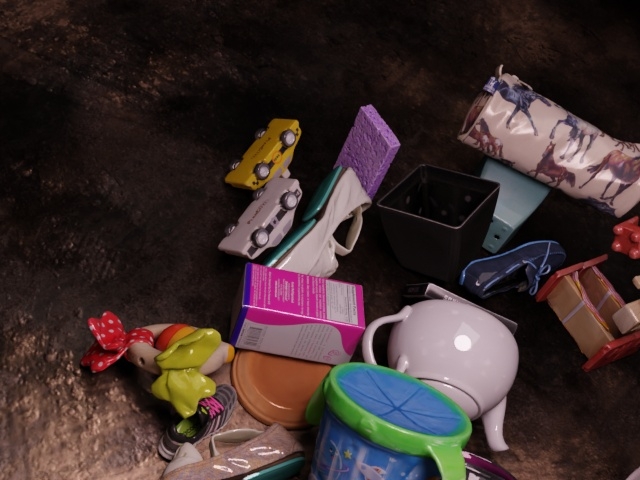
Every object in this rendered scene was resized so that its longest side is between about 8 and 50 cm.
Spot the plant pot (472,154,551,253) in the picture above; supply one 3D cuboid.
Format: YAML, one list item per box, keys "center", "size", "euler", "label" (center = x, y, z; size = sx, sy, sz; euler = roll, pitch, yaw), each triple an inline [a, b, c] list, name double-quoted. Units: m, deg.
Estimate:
- center: [0.407, -0.098, 1.921]
  size: [0.165, 0.166, 0.234]
  euler: [33, 54, 5]
  label: "plant pot"

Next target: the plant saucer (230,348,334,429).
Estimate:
- center: [-0.060, 0.240, 1.533]
  size: [0.200, 0.037, 0.200]
  euler: [12, 49, -14]
  label: "plant saucer"

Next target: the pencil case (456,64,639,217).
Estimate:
- center: [0.508, -0.205, 1.814]
  size: [0.410, 0.184, 0.160]
  euler: [28, 9, 3]
  label: "pencil case"

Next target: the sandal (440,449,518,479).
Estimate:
- center: [0.241, 0.396, 1.436]
  size: [0.446, 0.107, 0.167]
  euler: [43, 9, 15]
  label: "sandal"

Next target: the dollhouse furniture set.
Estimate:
- center: [0.613, 0.084, 1.713]
  size: [0.152, 0.374, 0.201]
  euler: [-15, 62, -26]
  label: "dollhouse furniture set"

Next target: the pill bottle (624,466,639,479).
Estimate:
- center: [0.651, 0.531, 1.514]
  size: [0.264, 0.153, 0.153]
  euler: [40, 49, 12]
  label: "pill bottle"

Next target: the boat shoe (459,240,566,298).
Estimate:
- center: [0.420, 0.078, 1.826]
  size: [0.258, 0.109, 0.089]
  euler: [-19, 44, -17]
  label: "boat shoe"

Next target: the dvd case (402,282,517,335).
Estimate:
- center: [0.259, 0.130, 1.641]
  size: [0.179, 0.238, 0.030]
  euler: [25, 84, -2]
  label: "dvd case"

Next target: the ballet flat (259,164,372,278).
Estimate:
- center: [0.000, 0.000, 1.703]
  size: [0.139, 0.139, 0.400]
  euler: [31, 47, 4]
  label: "ballet flat"

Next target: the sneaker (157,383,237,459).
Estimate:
- center: [-0.194, 0.289, 1.412]
  size: [0.063, 0.075, 0.170]
  euler: [42, 49, 13]
  label: "sneaker"

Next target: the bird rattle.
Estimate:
- center: [-0.263, 0.192, 1.435]
  size: [0.253, 0.143, 0.207]
  euler: [9, 10, 32]
  label: "bird rattle"

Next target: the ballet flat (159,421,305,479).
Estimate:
- center: [-0.170, 0.364, 1.353]
  size: [0.316, 0.108, 0.106]
  euler: [-10, 53, -40]
  label: "ballet flat"

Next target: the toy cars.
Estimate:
- center: [-0.104, -0.097, 1.719]
  size: [0.087, 0.176, 0.394]
  euler: [52, 23, -35]
  label: "toy cars"

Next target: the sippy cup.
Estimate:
- center: [0.085, 0.339, 1.323]
  size: [0.240, 0.224, 0.305]
  euler: [20, 13, -2]
  label: "sippy cup"

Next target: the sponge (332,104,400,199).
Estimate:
- center: [0.095, -0.176, 1.816]
  size: [0.031, 0.210, 0.117]
  euler: [-21, 65, -30]
  label: "sponge"

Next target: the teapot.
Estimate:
- center: [0.219, 0.236, 1.522]
  size: [0.256, 0.253, 0.187]
  euler: [10, 54, 21]
  label: "teapot"

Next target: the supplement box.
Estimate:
- center: [-0.041, 0.134, 1.525]
  size: [0.220, 0.111, 0.114]
  euler: [13, 41, -11]
  label: "supplement box"

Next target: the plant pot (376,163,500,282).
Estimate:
- center: [0.244, -0.028, 1.762]
  size: [0.187, 0.167, 0.188]
  euler: [19, 42, 31]
  label: "plant pot"
